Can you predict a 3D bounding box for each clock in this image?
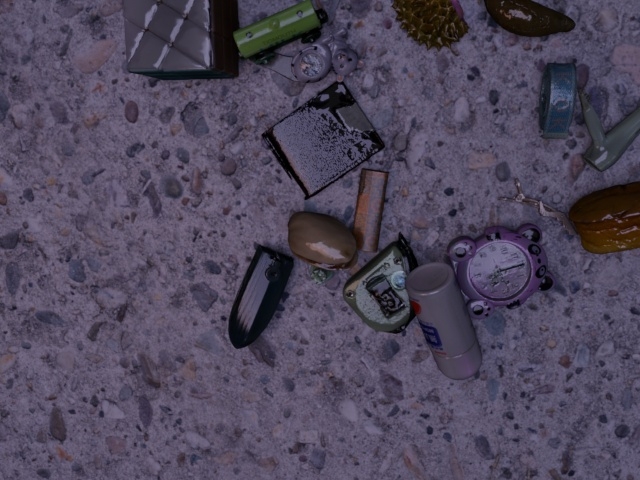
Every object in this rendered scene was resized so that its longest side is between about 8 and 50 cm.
[{"bbox_3d":[0.015,-0.454,1.697,0.176,0.080,0.117,-29,95,-1],"label":"clock"},{"bbox_3d":[0.475,0.073,1.736,0.248,0.090,0.227,-17,98,9],"label":"clock"}]

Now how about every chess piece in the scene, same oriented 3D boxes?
[{"bbox_3d":[0.000,0.088,1.791,0.067,0.103,0.067,1,100,8],"label":"chess piece"}]

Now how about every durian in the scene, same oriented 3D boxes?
[{"bbox_3d":[0.259,-0.597,1.636,0.186,0.154,0.260,-36,86,37],"label":"durian"}]

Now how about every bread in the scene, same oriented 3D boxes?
[{"bbox_3d":[0.757,-0.066,1.621,0.270,0.195,0.142,-17,107,13],"label":"bread"}]

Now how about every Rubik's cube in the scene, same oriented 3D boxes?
[{"bbox_3d":[-0.343,-0.527,1.662,0.231,0.224,0.221,1,99,8],"label":"Rubik's cube"}]

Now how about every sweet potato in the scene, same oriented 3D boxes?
[{"bbox_3d":[0.477,-0.578,1.615,0.310,0.098,0.124,37,95,-4],"label":"sweet potato"}]

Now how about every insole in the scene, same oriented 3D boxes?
[{"bbox_3d":[-0.095,-0.466,1.751,0.192,0.010,0.063,21,101,4],"label":"insole"}]

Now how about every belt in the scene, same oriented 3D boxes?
[{"bbox_3d":[0.586,-0.351,1.618,0.082,0.147,0.163,5,129,9],"label":"belt"}]

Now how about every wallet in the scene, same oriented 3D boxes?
[{"bbox_3d":[0.008,-0.265,1.749,0.262,0.071,0.221,-34,94,5],"label":"wallet"}]

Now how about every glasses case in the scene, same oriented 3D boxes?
[{"bbox_3d":[0.132,-0.080,1.771,0.075,0.049,0.218,9,101,5],"label":"glasses case"}]

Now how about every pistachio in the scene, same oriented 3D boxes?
[{"bbox_3d":[0.000,0.000,1.752,0.223,0.126,0.152,37,66,26],"label":"pistachio"}]

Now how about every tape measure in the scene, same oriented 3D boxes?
[{"bbox_3d":[0.196,0.129,1.769,0.235,0.115,0.207,-42,90,12],"label":"tape measure"}]

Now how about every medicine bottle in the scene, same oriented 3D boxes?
[{"bbox_3d":[0.330,0.224,1.715,0.130,0.130,0.341,-19,121,10],"label":"medicine bottle"}]

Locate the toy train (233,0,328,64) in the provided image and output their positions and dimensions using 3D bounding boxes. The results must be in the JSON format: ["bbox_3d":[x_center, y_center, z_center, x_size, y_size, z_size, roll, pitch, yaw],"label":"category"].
[{"bbox_3d":[-0.103,-0.528,1.659,0.253,0.157,0.105,-21,92,7],"label":"toy train"}]

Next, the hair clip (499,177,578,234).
[{"bbox_3d":[0.583,-0.086,1.720,0.226,0.034,0.072,28,102,1],"label":"hair clip"}]

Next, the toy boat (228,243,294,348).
[{"bbox_3d":[-0.175,0.162,1.816,0.114,0.122,0.296,23,93,-17],"label":"toy boat"}]

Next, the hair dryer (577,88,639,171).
[{"bbox_3d":[0.700,-0.305,1.606,0.206,0.075,0.237,-47,122,7],"label":"hair dryer"}]
